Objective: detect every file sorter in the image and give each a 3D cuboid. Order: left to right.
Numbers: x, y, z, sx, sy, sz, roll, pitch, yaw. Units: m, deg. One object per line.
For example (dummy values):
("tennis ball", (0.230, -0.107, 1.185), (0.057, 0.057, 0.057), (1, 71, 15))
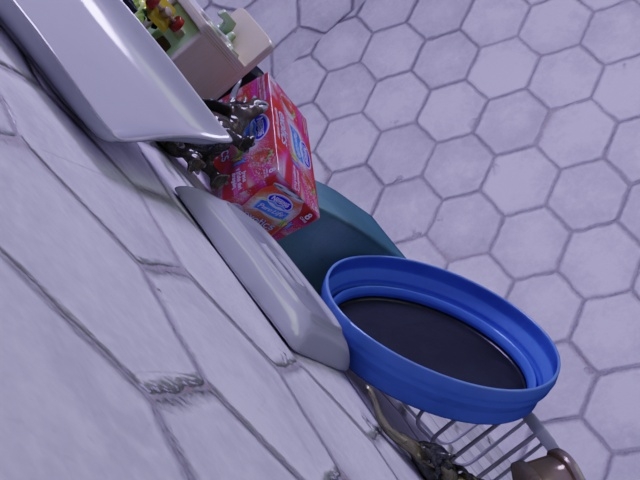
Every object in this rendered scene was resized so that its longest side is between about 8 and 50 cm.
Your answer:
("file sorter", (0.282, 0.331, 1.735), (0.193, 0.173, 0.278), (49, 4, -33))

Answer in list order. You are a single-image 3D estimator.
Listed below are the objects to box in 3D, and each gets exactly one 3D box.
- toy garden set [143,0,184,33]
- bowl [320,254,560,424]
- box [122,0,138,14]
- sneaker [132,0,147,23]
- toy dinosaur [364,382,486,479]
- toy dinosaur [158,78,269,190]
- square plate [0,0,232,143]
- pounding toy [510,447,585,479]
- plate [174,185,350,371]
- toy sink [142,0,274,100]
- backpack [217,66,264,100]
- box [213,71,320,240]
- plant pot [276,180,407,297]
("toy garden set", (-0.329, -0.450, 1.739), (0.204, 0.049, 0.244), (43, 10, -36))
("bowl", (0.180, 0.150, 1.634), (0.391, 0.077, 0.391), (17, 22, -7))
("box", (-0.413, -0.451, 1.798), (0.158, 0.093, 0.156), (46, 7, -41))
("sneaker", (-0.369, -0.467, 2.119), (0.384, 0.145, 0.147), (44, 7, -48))
("toy dinosaur", (0.155, 0.303, 1.419), (0.268, 0.064, 0.118), (46, -1, -30))
("toy dinosaur", (-0.203, -0.170, 1.558), (0.313, 0.121, 0.160), (3, 33, -44))
("square plate", (-0.281, -0.238, 1.257), (0.344, 0.049, 0.347), (51, 15, 6))
("pounding toy", (0.306, 0.407, 1.522), (0.270, 0.154, 0.154), (99, -28, -52))
("plate", (-0.063, 0.049, 1.426), (0.277, 0.045, 0.278), (52, 5, 20))
("toy sink", (-0.223, -0.331, 1.800), (0.131, 0.234, 0.153), (47, 6, -47))
("backpack", (-0.200, -0.272, 1.953), (0.188, 0.166, 0.144), (19, -20, 50))
("box", (-0.093, -0.133, 1.702), (0.128, 0.122, 0.257), (48, 24, -41))
("plant pot", (0.000, 0.000, 1.802), (0.234, 0.165, 0.166), (39, 10, -42))
